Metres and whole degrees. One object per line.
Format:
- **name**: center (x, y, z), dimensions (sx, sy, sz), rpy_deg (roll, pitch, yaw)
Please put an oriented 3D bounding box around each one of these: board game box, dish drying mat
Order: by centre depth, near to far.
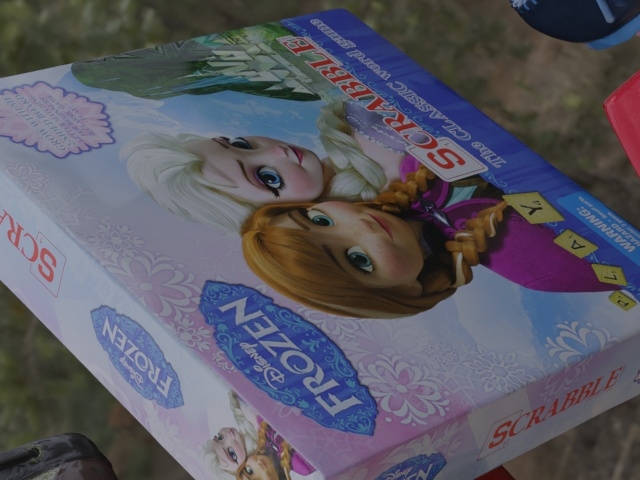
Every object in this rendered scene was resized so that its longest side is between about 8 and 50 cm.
- **dish drying mat**: center (0.128, -0.022, 0.600), dimensions (0.032, 0.008, 0.083), rpy_deg (-42, 65, 36)
- **board game box**: center (0.000, 0.000, 0.928), dimensions (0.318, 0.318, 0.066), rpy_deg (40, 129, 29)

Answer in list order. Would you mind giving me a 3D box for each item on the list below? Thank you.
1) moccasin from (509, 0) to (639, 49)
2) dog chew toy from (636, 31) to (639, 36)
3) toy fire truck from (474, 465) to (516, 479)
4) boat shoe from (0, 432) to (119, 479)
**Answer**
- **moccasin**: center (0.133, -0.213, 0.656), dimensions (0.342, 0.116, 0.138), rpy_deg (116, 163, -49)
- **dog chew toy**: center (0.308, -0.218, 1.307), dimensions (0.207, 0.332, 0.206), rpy_deg (-51, 1, 1)
- **toy fire truck**: center (0.114, 0.249, 1.088), dimensions (0.169, 0.302, 0.254), rpy_deg (-32, -24, -25)
- **boat shoe**: center (-0.174, 0.141, 0.648), dimensions (0.073, 0.223, 0.080), rpy_deg (-120, 10, -45)
